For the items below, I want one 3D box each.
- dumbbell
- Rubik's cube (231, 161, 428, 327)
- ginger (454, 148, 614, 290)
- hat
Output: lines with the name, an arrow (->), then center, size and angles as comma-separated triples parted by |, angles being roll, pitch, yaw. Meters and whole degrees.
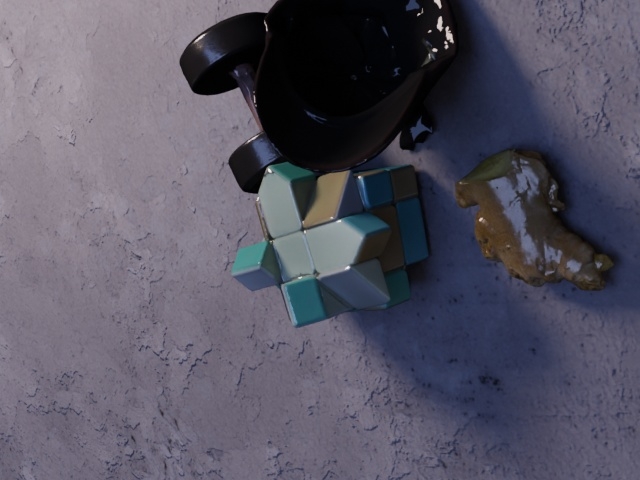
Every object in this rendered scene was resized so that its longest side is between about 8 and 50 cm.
dumbbell -> -0.087, -0.189, 1.584 | 0.152, 0.152, 0.218 | -34, 79, 38
Rubik's cube -> 0.000, 0.000, 1.522 | 0.265, 0.213, 0.224 | -6, 98, 41
ginger -> 0.258, -0.011, 1.414 | 0.137, 0.074, 0.213 | -39, 83, 37
hat -> 0.030, -0.180, 1.439 | 0.238, 0.336, 0.209 | 19, 148, 5
